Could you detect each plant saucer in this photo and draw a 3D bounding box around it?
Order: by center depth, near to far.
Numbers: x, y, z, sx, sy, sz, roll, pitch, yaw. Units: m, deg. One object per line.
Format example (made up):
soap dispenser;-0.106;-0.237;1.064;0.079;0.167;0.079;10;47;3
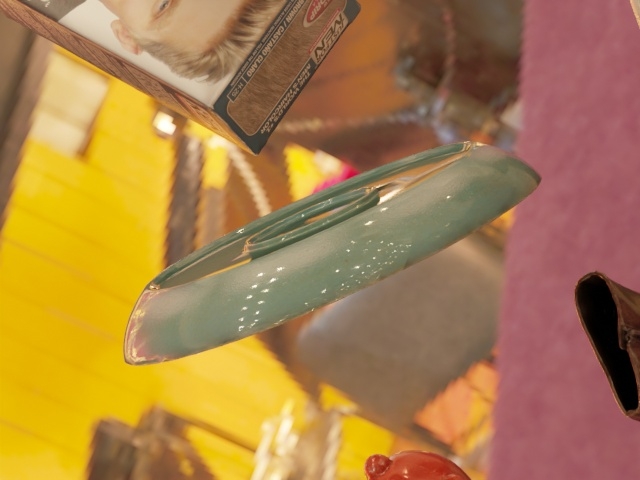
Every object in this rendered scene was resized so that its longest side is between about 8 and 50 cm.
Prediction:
plant saucer;0.000;0.000;1.326;0.317;0.044;0.317;-24;8;3

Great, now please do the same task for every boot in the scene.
boot;0.279;0.144;1.346;0.090;0.207;0.248;-40;51;32

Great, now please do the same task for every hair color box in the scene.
hair color box;-0.153;-0.234;1.751;0.347;0.105;0.174;30;81;31

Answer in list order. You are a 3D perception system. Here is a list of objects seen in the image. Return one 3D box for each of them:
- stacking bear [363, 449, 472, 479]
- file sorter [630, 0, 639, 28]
stacking bear;0.094;0.328;1.819;0.164;0.175;0.289;-40;-43;-48
file sorter;0.315;-0.111;0.879;0.277;0.173;0.193;-4;28;47
